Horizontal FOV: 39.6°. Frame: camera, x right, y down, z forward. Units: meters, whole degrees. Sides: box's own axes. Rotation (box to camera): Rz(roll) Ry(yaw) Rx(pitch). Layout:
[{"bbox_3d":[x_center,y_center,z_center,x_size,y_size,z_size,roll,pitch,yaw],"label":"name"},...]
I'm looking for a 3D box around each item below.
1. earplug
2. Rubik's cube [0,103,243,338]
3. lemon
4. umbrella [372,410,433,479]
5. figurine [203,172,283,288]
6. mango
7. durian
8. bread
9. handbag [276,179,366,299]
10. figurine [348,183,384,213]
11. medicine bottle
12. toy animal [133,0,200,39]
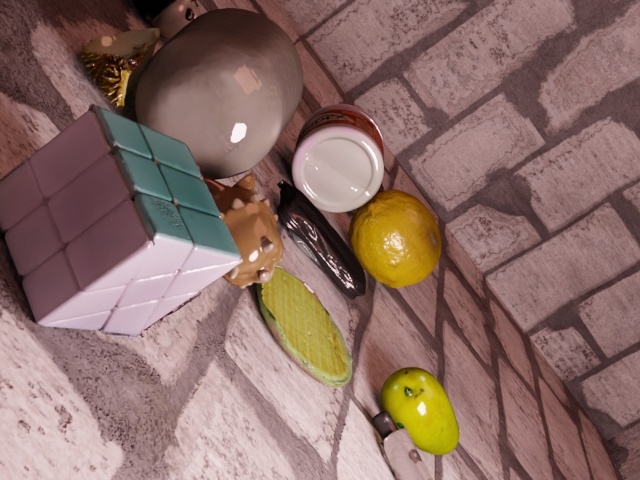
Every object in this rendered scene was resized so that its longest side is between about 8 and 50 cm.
[{"bbox_3d":[-0.210,-0.286,1.819,0.312,0.313,0.394,50,20,-15],"label":"earplug"},{"bbox_3d":[-0.286,-0.017,1.257,0.231,0.221,0.224,20,40,-62],"label":"Rubik's cube"},{"bbox_3d":[0.209,-0.007,2.495,0.284,0.260,0.260,29,29,-30],"label":"lemon"},{"bbox_3d":[0.201,0.508,1.838,0.073,0.067,0.337,-17,67,-27],"label":"umbrella"},{"bbox_3d":[-0.168,-0.028,1.670,0.173,0.177,0.247,61,13,-70],"label":"figurine"},{"bbox_3d":[0.237,0.398,2.034,0.293,0.143,0.175,52,8,-45],"label":"mango"},{"bbox_3d":[-0.391,-0.357,1.748,0.144,0.139,0.252,47,19,-11],"label":"durian"},{"bbox_3d":[-0.039,0.179,1.852,0.301,0.045,0.301,47,17,-19],"label":"bread"},{"bbox_3d":[-0.002,-0.002,2.225,0.332,0.075,0.191,48,19,-18],"label":"handbag"},{"bbox_3d":[0.136,-0.148,2.787,0.145,0.145,0.222,54,27,-6],"label":"figurine"},{"bbox_3d":[0.051,-0.232,2.489,0.252,0.253,0.241,50,18,-17],"label":"medicine bottle"},{"bbox_3d":[-0.376,-0.591,2.211,0.179,0.138,0.166,42,37,-23],"label":"toy animal"}]
